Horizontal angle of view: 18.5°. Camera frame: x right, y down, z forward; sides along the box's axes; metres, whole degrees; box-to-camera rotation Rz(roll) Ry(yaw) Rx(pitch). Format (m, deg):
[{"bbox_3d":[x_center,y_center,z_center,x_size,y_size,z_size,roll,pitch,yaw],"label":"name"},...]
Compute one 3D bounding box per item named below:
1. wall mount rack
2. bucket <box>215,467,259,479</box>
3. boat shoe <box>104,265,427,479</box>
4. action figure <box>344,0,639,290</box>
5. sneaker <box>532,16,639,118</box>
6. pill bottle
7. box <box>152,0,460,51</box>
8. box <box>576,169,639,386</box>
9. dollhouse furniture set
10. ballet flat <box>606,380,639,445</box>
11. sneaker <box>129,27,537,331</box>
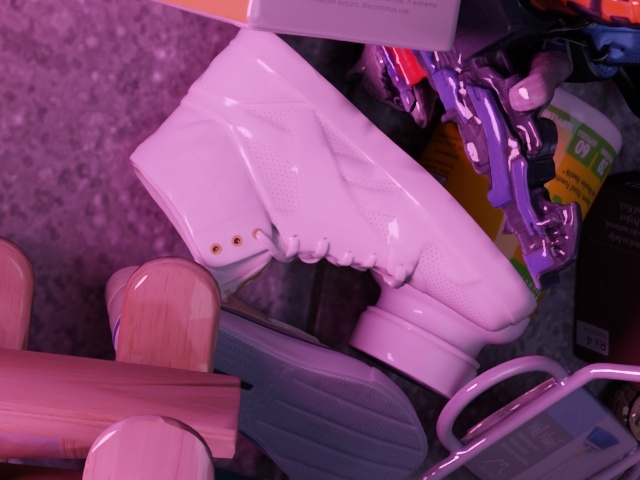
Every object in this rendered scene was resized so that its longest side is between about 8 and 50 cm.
[{"bbox_3d":[0.248,0.182,1.574,0.304,0.130,0.350,-33,149,10],"label":"wall mount rack"},{"bbox_3d":[-0.069,0.272,1.390,0.281,0.281,0.183,19,90,-38],"label":"bucket"},{"bbox_3d":[-0.035,0.098,1.465,0.109,0.094,0.302,-45,130,14],"label":"boat shoe"},{"bbox_3d":[0.174,-0.147,1.405,0.178,0.330,0.341,-11,84,-61],"label":"action figure"},{"bbox_3d":[0.212,-0.202,1.537,0.330,0.130,0.147,38,81,-33],"label":"sneaker"},{"bbox_3d":[0.122,-0.004,1.524,0.136,0.136,0.245,32,84,-37],"label":"pill bottle"},{"bbox_3d":[-0.010,-0.315,1.291,0.168,0.215,0.345,3,101,-36],"label":"box"},{"bbox_3d":[0.350,0.029,1.677,0.203,0.168,0.167,-10,109,-34],"label":"box"},{"bbox_3d":[-0.240,0.048,1.149,0.394,0.362,0.256,7,103,-3],"label":"dollhouse furniture set"},{"bbox_3d":[0.360,0.164,1.793,0.250,0.058,0.084,10,98,-38],"label":"ballet flat"},{"bbox_3d":[0.000,0.000,1.400,0.292,0.108,0.169,42,81,7],"label":"sneaker"}]
